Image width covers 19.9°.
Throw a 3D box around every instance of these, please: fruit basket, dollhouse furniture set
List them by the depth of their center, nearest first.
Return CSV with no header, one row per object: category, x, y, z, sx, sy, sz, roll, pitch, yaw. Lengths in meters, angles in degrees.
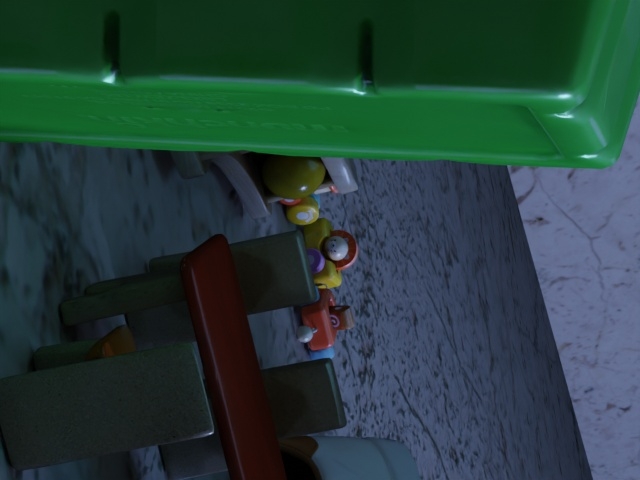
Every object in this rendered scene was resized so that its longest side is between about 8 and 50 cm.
fruit basket,-0.037,-0.220,0.628,0.283,0.392,0.392,23,57,-76
dollhouse furniture set,-0.029,0.126,0.899,0.262,0.135,0.259,-48,126,-75

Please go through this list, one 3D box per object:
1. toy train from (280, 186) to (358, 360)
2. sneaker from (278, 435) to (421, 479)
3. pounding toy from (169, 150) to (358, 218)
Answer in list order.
toy train,0.000,0.000,1.373,0.125,0.046,0.166,-59,137,-73
sneaker,0.018,0.225,1.038,0.106,0.123,0.290,-63,-149,28
pounding toy,-0.015,-0.107,1.133,0.269,0.155,0.154,58,19,-59
